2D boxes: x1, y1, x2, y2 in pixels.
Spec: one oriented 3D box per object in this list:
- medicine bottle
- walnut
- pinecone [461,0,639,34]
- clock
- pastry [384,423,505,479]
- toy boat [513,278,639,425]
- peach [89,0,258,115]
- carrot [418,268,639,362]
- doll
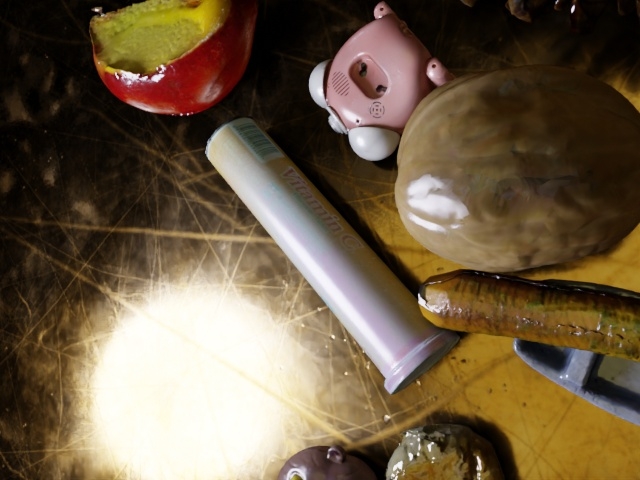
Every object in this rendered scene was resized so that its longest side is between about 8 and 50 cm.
[{"bbox_3d":[0.000,0.000,0.741,0.108,0.108,0.426,-46,66,15],"label":"medicine bottle"},{"bbox_3d":[0.207,-0.073,0.581,0.261,0.225,0.225,-8,82,11],"label":"walnut"},{"bbox_3d":[0.259,-0.332,0.576,0.309,0.244,0.244,10,89,45],"label":"pinecone"},{"bbox_3d":[0.071,-0.205,0.730,0.162,0.093,0.166,-43,70,19],"label":"clock"},{"bbox_3d":[0.147,0.290,0.651,0.153,0.081,0.153,-1,87,15],"label":"pastry"},{"bbox_3d":[0.351,0.129,0.569,0.283,0.078,0.127,23,94,25],"label":"toy boat"},{"bbox_3d":[-0.196,-0.274,0.830,0.267,0.154,0.158,-13,70,15],"label":"peach"},{"bbox_3d":[0.227,0.076,0.562,0.260,0.070,0.070,8,89,34],"label":"carrot"},{"bbox_3d":[0.015,0.350,0.704,0.145,0.096,0.188,-11,90,32],"label":"doll"}]
